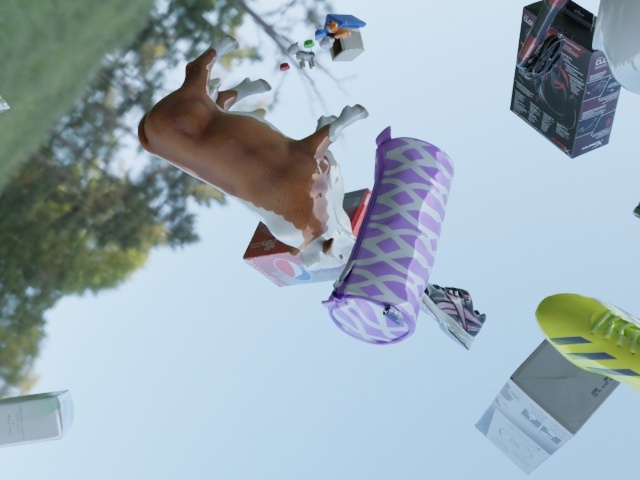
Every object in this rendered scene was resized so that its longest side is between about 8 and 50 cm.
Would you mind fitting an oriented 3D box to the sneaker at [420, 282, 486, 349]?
[{"bbox_3d":[0.214,0.104,1.599,0.077,0.178,0.072,-49,-150,-7],"label":"sneaker"}]

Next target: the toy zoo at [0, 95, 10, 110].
[{"bbox_3d":[-0.464,-0.262,1.058,0.030,0.293,0.192,-35,-166,-3],"label":"toy zoo"}]

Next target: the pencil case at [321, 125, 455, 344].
[{"bbox_3d":[0.064,-0.002,0.873,0.086,0.088,0.206,-41,-156,53],"label":"pencil case"}]

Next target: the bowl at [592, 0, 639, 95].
[{"bbox_3d":[0.509,-0.363,1.478,0.134,0.298,0.297,12,-119,16],"label":"bowl"}]

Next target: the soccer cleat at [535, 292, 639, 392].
[{"bbox_3d":[0.383,0.135,1.091,0.289,0.121,0.093,34,-104,25],"label":"soccer cleat"}]

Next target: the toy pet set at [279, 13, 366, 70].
[{"bbox_3d":[0.008,-0.291,1.313,0.122,0.114,0.065,-27,-106,56],"label":"toy pet set"}]

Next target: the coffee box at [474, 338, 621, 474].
[{"bbox_3d":[0.348,0.227,1.403,0.168,0.119,0.297,-42,163,-18],"label":"coffee box"}]

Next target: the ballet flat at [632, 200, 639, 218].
[{"bbox_3d":[0.645,0.054,1.637,0.123,0.123,0.348,-35,-129,27],"label":"ballet flat"}]

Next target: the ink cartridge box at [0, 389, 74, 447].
[{"bbox_3d":[-0.406,0.214,1.088,0.181,0.225,0.056,151,-66,-77],"label":"ink cartridge box"}]

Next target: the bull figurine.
[{"bbox_3d":[-0.058,-0.100,1.103,0.188,0.310,0.101,-57,176,-20],"label":"bull figurine"}]

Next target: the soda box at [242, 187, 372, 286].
[{"bbox_3d":[0.000,0.000,1.311,0.263,0.083,0.092,-10,-129,54],"label":"soda box"}]

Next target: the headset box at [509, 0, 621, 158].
[{"bbox_3d":[0.516,-0.355,1.962,0.110,0.293,0.218,-22,-134,-20],"label":"headset box"}]

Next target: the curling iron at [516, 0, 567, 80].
[{"bbox_3d":[0.319,-0.326,1.212,0.035,0.068,0.274,53,-34,34],"label":"curling iron"}]
